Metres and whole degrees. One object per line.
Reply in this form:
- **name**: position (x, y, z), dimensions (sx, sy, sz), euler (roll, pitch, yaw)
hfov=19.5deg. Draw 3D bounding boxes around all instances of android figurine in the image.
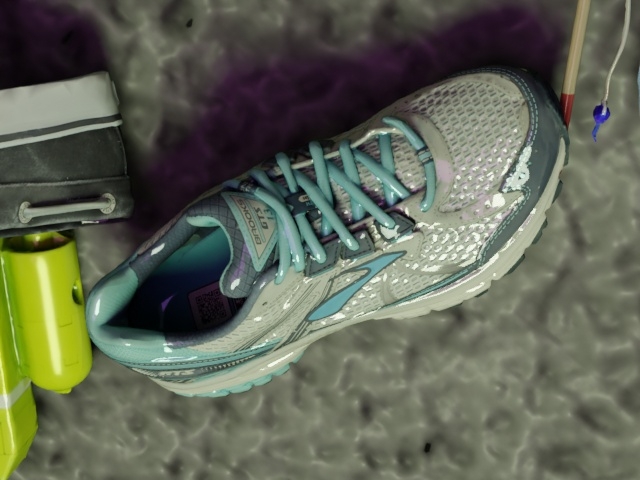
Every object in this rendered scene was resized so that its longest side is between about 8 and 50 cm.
- **android figurine**: position (-0.258, 0.053, 1.096), dimensions (0.248, 0.056, 0.272), euler (-3, 108, 11)

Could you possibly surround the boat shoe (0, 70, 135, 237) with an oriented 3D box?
- **boat shoe**: position (-0.230, -0.011, 0.955), dimensions (0.108, 0.301, 0.102), euler (-8, 97, 52)

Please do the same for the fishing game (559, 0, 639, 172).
- **fishing game**: position (0.254, -0.087, 0.953), dimensions (0.264, 0.041, 0.189), euler (8, 110, 3)

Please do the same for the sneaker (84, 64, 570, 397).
- **sneaker**: position (0.000, 0.000, 0.970), dimensions (0.283, 0.122, 0.110), euler (-33, 68, 20)
